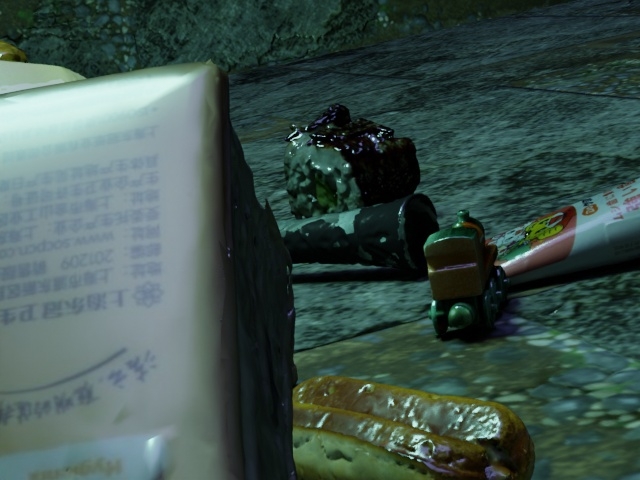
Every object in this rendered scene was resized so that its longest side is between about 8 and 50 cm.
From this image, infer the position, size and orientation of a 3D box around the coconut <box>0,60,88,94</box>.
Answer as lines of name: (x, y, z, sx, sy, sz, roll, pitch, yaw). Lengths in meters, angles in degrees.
coconut: (-0.228, -0.030, 1.132, 0.236, 0.237, 0.197, -13, 43, -14)

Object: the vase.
vase: (0.000, 0.000, 1.146, 0.167, 0.059, 0.059, -4, 13, 30)

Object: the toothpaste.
toothpaste: (0.187, -0.006, 1.043, 0.234, 0.057, 0.089, -18, 14, 9)

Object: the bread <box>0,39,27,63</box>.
bread: (-0.396, -0.065, 1.454, 0.279, 0.207, 0.279, -16, 13, -18)

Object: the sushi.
sushi: (0.023, -0.056, 1.295, 0.084, 0.098, 0.094, -24, 22, -40)

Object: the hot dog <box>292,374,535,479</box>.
hot dog: (0.028, 0.092, 0.702, 0.071, 0.045, 0.165, -17, 13, -36)

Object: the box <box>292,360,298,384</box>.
box: (-0.068, 0.085, 0.878, 0.115, 0.025, 0.048, -19, 16, -38)

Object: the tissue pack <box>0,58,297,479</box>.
tissue pack: (-0.153, 0.101, 0.524, 0.305, 0.239, 0.238, -9, 11, 6)

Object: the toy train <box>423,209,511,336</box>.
toy train: (0.088, 0.018, 0.963, 0.044, 0.064, 0.103, -9, 12, 15)
